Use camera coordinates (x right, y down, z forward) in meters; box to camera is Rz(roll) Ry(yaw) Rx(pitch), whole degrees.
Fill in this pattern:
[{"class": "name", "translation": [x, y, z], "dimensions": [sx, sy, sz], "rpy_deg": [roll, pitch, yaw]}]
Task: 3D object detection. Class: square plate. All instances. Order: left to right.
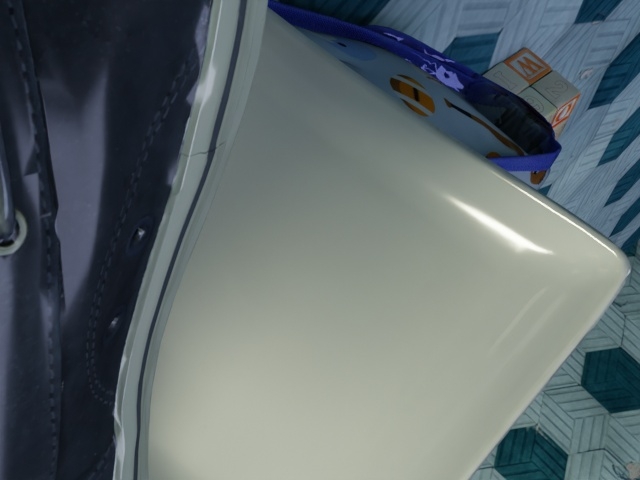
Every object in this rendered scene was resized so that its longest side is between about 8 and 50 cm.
[{"class": "square plate", "translation": [-0.055, 0.043, 0.646], "dimensions": [0.344, 0.347, 0.049], "rpy_deg": [-58, 166, 21]}]

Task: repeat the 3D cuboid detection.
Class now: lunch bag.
[{"class": "lunch bag", "translation": [0.000, 0.000, 0.872], "dimensions": [0.385, 0.239, 0.328], "rpy_deg": [-2, 132, -54]}]

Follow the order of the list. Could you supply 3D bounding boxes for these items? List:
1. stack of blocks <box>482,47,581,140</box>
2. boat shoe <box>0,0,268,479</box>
[{"class": "stack of blocks", "translation": [0.148, -0.075, 1.236], "dimensions": [0.297, 0.087, 0.171], "rpy_deg": [-35, 158, -27]}, {"class": "boat shoe", "translation": [-0.158, 0.067, 0.437], "dimensions": [0.156, 0.187, 0.500], "rpy_deg": [-13, 128, -47]}]
